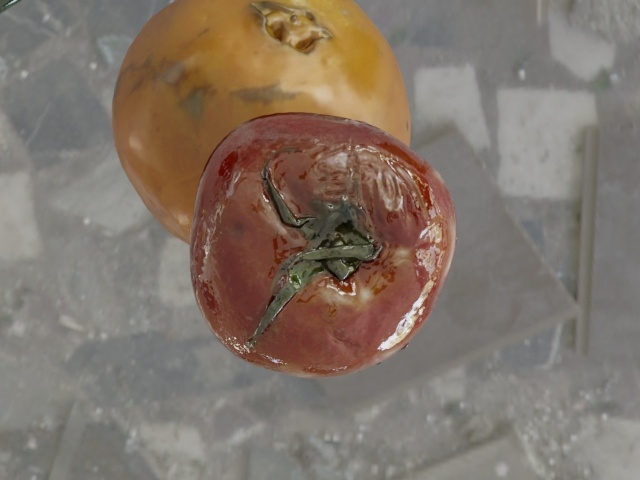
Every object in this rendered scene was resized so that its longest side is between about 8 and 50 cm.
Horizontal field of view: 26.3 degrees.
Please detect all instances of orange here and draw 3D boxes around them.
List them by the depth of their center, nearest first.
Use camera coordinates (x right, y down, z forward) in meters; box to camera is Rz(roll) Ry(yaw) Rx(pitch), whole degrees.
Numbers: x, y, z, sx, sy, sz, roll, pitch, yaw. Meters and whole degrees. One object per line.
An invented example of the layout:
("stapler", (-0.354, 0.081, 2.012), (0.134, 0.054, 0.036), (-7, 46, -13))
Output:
("orange", (-0.061, -0.120, 1.403), (0.312, 0.312, 0.312), (2, 124, 3))

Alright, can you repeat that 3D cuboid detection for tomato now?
("tomato", (-0.001, -0.002, 1.090), (0.228, 0.101, 0.228), (0, 86, -1))

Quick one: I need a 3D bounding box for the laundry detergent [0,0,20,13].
("laundry detergent", (-0.312, -0.284, 1.095), (0.144, 0.078, 0.222), (-36, 122, -9))
